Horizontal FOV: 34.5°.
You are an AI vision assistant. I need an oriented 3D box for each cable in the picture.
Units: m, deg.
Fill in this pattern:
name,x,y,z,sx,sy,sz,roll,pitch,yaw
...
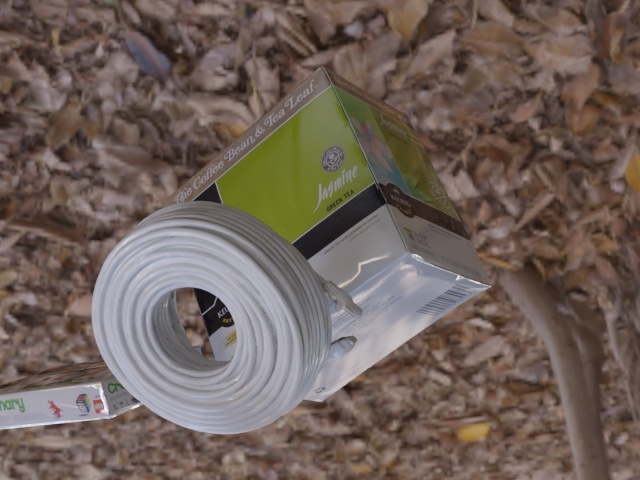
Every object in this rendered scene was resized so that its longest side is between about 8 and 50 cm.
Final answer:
name,x,y,z,sx,sy,sz,roll,pitch,yaw
cable,-0.118,0.087,1.090,0.257,0.089,0.257,44,118,0

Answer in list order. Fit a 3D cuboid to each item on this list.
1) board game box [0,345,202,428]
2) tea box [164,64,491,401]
name,x,y,z,sx,sy,sz,roll,pitch,yaw
board game box,-0.337,0.209,1.449,0.305,0.053,0.193,-12,-177,34
tea box,0.000,0.000,1.438,0.329,0.323,0.220,-37,148,25
